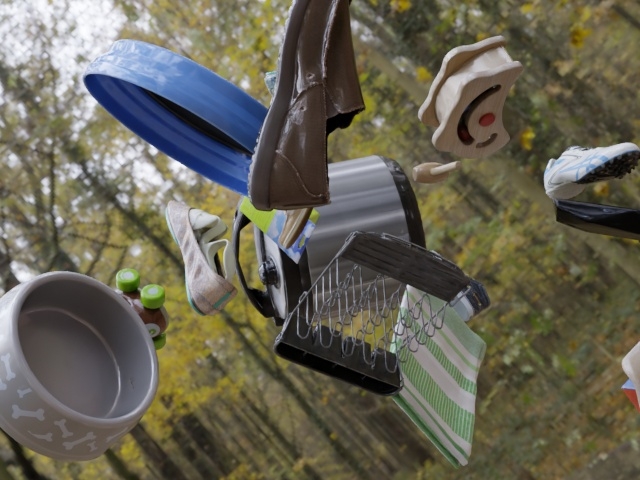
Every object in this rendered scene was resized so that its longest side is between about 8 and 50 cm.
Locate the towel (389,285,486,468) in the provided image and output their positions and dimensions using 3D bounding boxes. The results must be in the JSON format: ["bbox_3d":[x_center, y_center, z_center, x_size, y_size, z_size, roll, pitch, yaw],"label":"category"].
[{"bbox_3d":[0.225,0.235,1.728,0.038,0.248,0.324,-28,24,34],"label":"towel"}]

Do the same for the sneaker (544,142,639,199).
[{"bbox_3d":[0.461,-0.133,1.573,0.085,0.086,0.237,-2,-10,-20],"label":"sneaker"}]

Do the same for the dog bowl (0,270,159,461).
[{"bbox_3d":[-0.435,0.208,1.605,0.102,0.348,0.349,-37,-8,29],"label":"dog bowl"}]

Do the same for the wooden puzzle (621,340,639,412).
[{"bbox_3d":[0.605,0.290,1.509,0.081,0.347,0.322,-9,16,47],"label":"wooden puzzle"}]

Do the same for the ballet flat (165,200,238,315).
[{"bbox_3d":[-0.228,0.015,1.828,0.106,0.316,0.107,-35,-40,14],"label":"ballet flat"}]

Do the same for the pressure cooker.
[{"bbox_3d":[0.001,0.001,2.131,0.421,0.369,0.375,-13,-18,-11],"label":"pressure cooker"}]

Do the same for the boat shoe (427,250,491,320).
[{"bbox_3d":[0.313,0.095,2.093,0.083,0.183,0.065,-24,-14,-34],"label":"boat shoe"}]

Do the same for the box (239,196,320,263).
[{"bbox_3d":[-0.078,-0.051,1.822,0.042,0.178,0.109,-23,-32,-47],"label":"box"}]

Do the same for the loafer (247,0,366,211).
[{"bbox_3d":[0.004,-0.207,1.267,0.134,0.130,0.365,30,-106,-84],"label":"loafer"}]

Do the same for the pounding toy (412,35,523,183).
[{"bbox_3d":[0.268,-0.191,1.528,0.154,0.154,0.269,-5,-38,-24],"label":"pounding toy"}]

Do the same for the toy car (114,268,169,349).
[{"bbox_3d":[-0.432,0.181,1.932,0.188,0.149,0.155,-37,-35,-41],"label":"toy car"}]

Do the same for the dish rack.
[{"bbox_3d":[0.077,0.103,1.300,0.271,0.208,0.074,-53,21,43],"label":"dish rack"}]

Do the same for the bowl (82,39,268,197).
[{"bbox_3d":[-0.192,-0.186,1.469,0.077,0.391,0.391,-61,-10,-11],"label":"bowl"}]

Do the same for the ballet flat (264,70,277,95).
[{"bbox_3d":[-0.021,-0.297,1.674,0.188,0.070,0.070,-7,15,41],"label":"ballet flat"}]

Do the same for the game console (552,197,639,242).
[{"bbox_3d":[0.583,-0.009,1.582,0.361,0.213,0.043,15,-90,-37],"label":"game console"}]

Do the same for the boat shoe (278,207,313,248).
[{"bbox_3d":[-0.044,-0.068,1.656,0.063,0.059,0.170,57,-122,-81],"label":"boat shoe"}]
